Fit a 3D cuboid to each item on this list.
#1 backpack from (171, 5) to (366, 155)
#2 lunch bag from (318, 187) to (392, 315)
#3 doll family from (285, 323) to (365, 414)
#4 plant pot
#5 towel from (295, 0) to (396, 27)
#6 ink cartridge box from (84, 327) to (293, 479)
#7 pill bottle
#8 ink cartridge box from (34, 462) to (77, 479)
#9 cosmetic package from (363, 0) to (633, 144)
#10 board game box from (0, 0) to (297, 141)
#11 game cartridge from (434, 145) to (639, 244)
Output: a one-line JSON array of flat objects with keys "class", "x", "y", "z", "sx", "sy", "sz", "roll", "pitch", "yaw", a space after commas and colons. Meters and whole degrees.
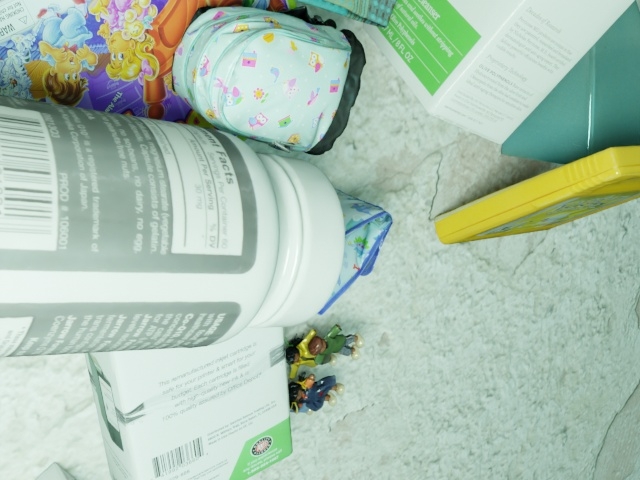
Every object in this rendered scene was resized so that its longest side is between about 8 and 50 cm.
[{"class": "backpack", "x": -0.049, "y": -0.161, "z": 0.737, "sx": 0.182, "sy": 0.115, "sz": 0.152, "roll": 6, "pitch": 107, "yaw": -41}, {"class": "lunch bag", "x": 0.000, "y": 0.000, "z": 0.951, "sx": 0.151, "sy": 0.128, "sz": 0.096, "roll": -46, "pitch": 133, "yaw": -15}, {"class": "doll family", "x": -0.023, "y": 0.191, "z": 1.062, "sx": 0.111, "sy": 0.076, "sz": 0.193, "roll": 6, "pitch": 109, "yaw": -46}, {"class": "plant pot", "x": 0.390, "y": -0.246, "z": 1.135, "sx": 0.165, "sy": 0.165, "sz": 0.234, "roll": -15, "pitch": 111, "yaw": -34}, {"class": "towel", "x": 0.024, "y": -0.361, "z": 0.726, "sx": 0.370, "sy": 0.040, "sz": 0.272, "roll": -6, "pitch": 124, "yaw": -57}, {"class": "ink cartridge box", "x": -0.155, "y": 0.161, "z": 0.905, "sx": 0.211, "sy": 0.121, "sz": 0.289, "roll": -20, "pitch": 121, "yaw": -31}, {"class": "pill bottle", "x": -0.166, "y": -0.006, "z": 0.652, "sx": 0.361, "sy": 0.204, "sz": 0.204, "roll": 4, "pitch": 107, "yaw": -40}, {"class": "ink cartridge box", "x": -0.310, "y": 0.350, "z": 0.913, "sx": 0.099, "sy": 0.056, "sz": 0.135, "roll": -42, "pitch": 130, "yaw": -16}, {"class": "cosmetic package", "x": 0.242, "y": -0.318, "z": 0.867, "sx": 0.155, "sy": 0.197, "sz": 0.365, "roll": 13, "pitch": 126, "yaw": -41}, {"class": "board game box", "x": -0.180, "y": -0.177, "z": 0.756, "sx": 0.347, "sy": 0.078, "sz": 0.233, "roll": -36, "pitch": 129, "yaw": -21}, {"class": "game cartridge", "x": 0.377, "y": -0.067, "z": 1.118, "sx": 0.285, "sy": 0.323, "sz": 0.053, "roll": -7, "pitch": 81, "yaw": -36}]
